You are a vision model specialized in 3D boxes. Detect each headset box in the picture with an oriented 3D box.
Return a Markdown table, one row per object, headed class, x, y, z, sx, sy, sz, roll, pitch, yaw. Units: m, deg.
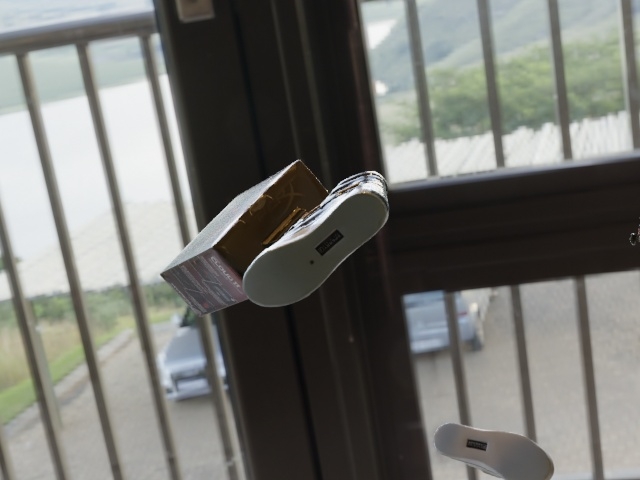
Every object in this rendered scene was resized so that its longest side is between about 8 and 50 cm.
| class | x | y | z | sx | sy | sz | roll | pitch | yaw |
| --- | --- | --- | --- | --- | --- | --- | --- | --- | --- |
| headset box | -0.114 | -0.001 | 1.788 | 0.218 | 0.110 | 0.293 | -47 | 11 | -27 |

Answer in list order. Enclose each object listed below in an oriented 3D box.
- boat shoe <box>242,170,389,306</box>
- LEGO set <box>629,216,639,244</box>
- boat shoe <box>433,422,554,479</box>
| class | x | y | z | sx | sy | sz | roll | pitch | yaw |
| --- | --- | --- | --- | --- | --- | --- | --- | --- | --- |
| boat shoe | 0.000 | 0.000 | 1.149 | 0.183 | 0.065 | 0.083 | -36 | 12 | 19 |
| LEGO set | 0.284 | -0.008 | 0.899 | 0.083 | 0.023 | 0.054 | -22 | 34 | -26 |
| boat shoe | 0.135 | 0.163 | 0.827 | 0.100 | 0.035 | 0.035 | 7 | -17 | 38 |
